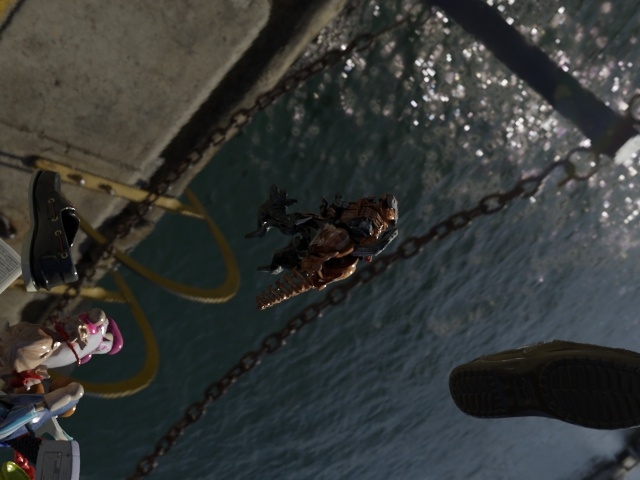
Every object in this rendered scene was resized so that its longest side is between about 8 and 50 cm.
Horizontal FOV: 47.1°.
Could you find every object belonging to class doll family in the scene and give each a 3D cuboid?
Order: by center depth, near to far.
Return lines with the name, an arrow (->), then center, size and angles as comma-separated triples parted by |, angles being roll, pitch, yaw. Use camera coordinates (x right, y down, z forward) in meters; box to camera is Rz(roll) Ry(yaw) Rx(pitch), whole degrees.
doll family -> -0.270, 0.139, 0.555 | 0.263, 0.118, 0.163 | -18, 174, 6

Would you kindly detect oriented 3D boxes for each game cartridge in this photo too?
game cartridge -> -0.302, 0.271, 0.839 | 0.056, 0.083, 0.017 | -7, 159, 27

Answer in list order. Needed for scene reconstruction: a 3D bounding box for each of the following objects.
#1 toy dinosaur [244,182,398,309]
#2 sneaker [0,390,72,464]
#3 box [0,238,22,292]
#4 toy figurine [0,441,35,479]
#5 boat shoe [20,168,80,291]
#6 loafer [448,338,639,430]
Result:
toy dinosaur -> 0.000, 0.000, 1.237 | 0.322, 0.219, 0.164 | -18, 115, -50
sneaker -> -0.466, 0.291, 1.169 | 0.057, 0.161, 0.075 | -53, 175, 15
box -> -0.677, 0.099, 1.258 | 0.311, 0.121, 0.148 | -47, 118, -21
toy figurine -> -0.654, 0.436, 1.336 | 0.217, 0.362, 0.191 | -29, 142, -21
boat shoe -> -0.216, -0.012, 0.596 | 0.042, 0.133, 0.048 | -10, 133, -10
loafer -> 0.160, 0.091, 0.496 | 0.050, 0.148, 0.056 | -30, 111, -51
